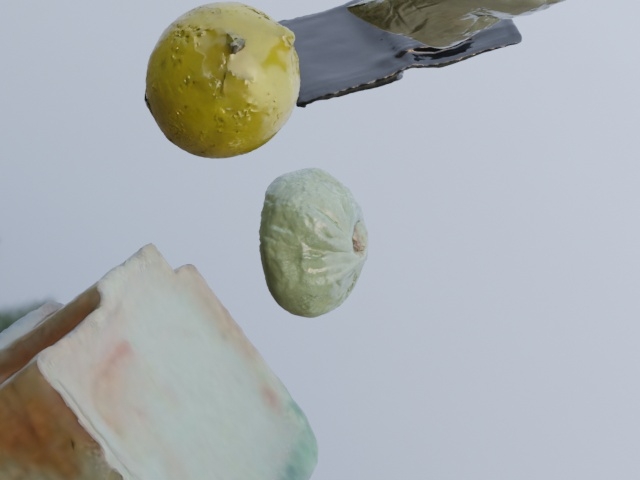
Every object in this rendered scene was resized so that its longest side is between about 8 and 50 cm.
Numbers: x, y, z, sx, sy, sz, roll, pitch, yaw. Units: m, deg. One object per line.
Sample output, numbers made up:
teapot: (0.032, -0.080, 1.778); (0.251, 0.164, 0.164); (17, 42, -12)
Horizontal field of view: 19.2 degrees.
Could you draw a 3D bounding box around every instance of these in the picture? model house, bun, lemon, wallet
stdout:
model house: (-0.201, 0.189, 1.470); (0.245, 0.280, 0.312); (52, 24, -3)
bun: (0.000, 0.000, 2.391); (0.118, 0.195, 0.195); (-6, -29, 16)
lemon: (-0.111, -0.174, 2.096); (0.173, 0.173, 0.206); (46, -37, -13)
wallet: (0.097, -0.284, 2.599); (0.247, 0.323, 0.041); (-113, -174, -57)

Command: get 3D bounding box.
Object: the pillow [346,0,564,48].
pillow: (0.147, -0.252, 2.006); (0.148, 0.050, 0.230); (3, -9, -32)
